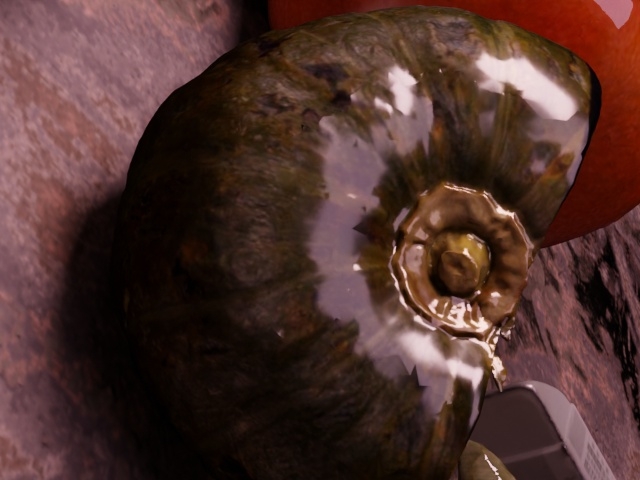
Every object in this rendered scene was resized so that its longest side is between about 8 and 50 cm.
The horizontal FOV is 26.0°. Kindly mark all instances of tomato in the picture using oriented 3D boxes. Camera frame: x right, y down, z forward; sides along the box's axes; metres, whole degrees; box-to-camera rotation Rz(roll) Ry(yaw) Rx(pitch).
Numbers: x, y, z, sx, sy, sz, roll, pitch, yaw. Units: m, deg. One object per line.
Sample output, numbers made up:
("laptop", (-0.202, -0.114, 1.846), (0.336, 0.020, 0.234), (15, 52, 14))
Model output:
("tomato", (0.117, -0.160, 1.028), (0.341, 0.273, 0.341), (44, 21, -22))

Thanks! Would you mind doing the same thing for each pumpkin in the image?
("pumpkin", (0.000, 0.000, 0.801), (0.232, 0.242, 0.325), (27, 69, 0))

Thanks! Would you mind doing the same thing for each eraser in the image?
("eraser", (0.214, 0.245, 1.137), (0.352, 0.089, 0.061), (58, 29, -21))

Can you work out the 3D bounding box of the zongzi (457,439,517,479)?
("zongzi", (0.208, 0.367, 0.993), (0.356, 0.174, 0.393), (37, 38, -51))
